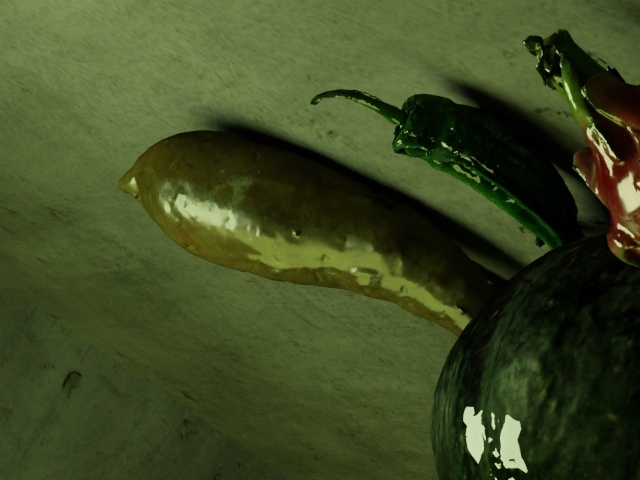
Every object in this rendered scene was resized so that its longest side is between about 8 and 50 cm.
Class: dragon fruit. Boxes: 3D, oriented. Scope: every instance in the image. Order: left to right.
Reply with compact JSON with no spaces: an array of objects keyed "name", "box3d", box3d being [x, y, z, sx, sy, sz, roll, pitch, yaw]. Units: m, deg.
[{"name":"dragon fruit","box3d":[0.226,-0.058,1.269,0.236,0.135,0.137,45,165,-19]}]

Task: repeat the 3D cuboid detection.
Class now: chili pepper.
[{"name":"chili pepper","box3d":[0.132,-0.056,1.544,0.279,0.065,0.122,35,160,-29]}]

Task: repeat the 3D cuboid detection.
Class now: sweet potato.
[{"name":"sweet potato","box3d":[0.004,-0.004,1.823,0.423,0.130,0.130,22,162,14]}]

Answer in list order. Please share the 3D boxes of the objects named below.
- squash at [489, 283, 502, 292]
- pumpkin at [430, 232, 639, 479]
[{"name":"squash","box3d":[0.221,0.108,1.865,0.252,0.066,0.066,32,163,-6]},{"name":"pumpkin","box3d":[0.301,0.187,1.473,0.454,0.344,0.454,24,165,7]}]
